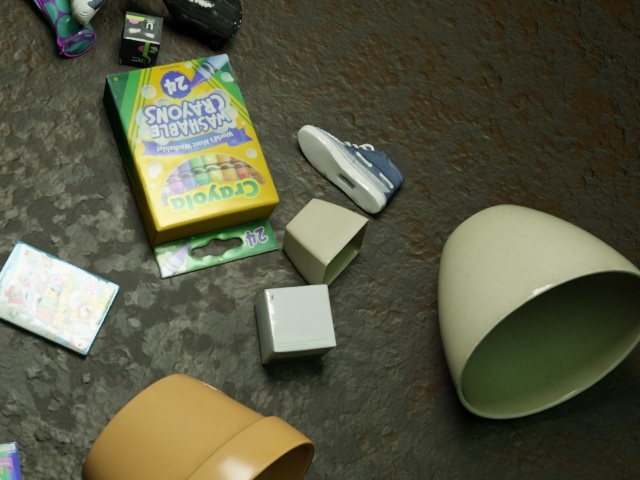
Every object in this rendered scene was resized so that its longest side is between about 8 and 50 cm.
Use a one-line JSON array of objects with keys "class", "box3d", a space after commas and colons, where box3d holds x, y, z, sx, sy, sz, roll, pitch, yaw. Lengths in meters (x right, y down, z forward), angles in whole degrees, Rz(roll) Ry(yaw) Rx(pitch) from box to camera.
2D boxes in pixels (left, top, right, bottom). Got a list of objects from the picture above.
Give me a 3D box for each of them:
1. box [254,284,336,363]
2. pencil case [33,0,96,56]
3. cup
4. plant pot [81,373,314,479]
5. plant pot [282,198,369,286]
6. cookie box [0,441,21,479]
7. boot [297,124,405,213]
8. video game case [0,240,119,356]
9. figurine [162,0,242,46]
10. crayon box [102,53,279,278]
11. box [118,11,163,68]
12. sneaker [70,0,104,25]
[{"class": "box", "box3d": [-0.040, 0.128, 1.592, 0.101, 0.087, 0.102, -3, 71, -18]}, {"class": "pencil case", "box3d": [-0.425, -0.373, 1.682, 0.070, 0.064, 0.152, -26, 79, -38]}, {"class": "cup", "box3d": [0.311, 0.083, 1.620, 0.331, 0.331, 0.237, -11, 47, -20]}, {"class": "plant pot", "box3d": [-0.177, 0.316, 1.389, 0.203, 0.291, 0.291, 39, 63, 18]}, {"class": "plant pot", "box3d": [0.000, 0.000, 1.650, 0.096, 0.109, 0.109, 36, 63, 13]}, {"class": "cookie box", "box3d": [-0.453, 0.336, 1.415, 0.091, 0.040, 0.107, -6, 73, -20]}, {"class": "boot", "box3d": [0.051, -0.136, 1.739, 0.190, 0.069, 0.086, 46, 57, -5]}, {"class": "video game case", "box3d": [-0.398, 0.085, 1.542, 0.166, 0.015, 0.119, 25, 65, -6]}, {"class": "figurine", "box3d": [-0.224, -0.459, 1.715, 0.209, 0.092, 0.215, 25, 61, -37]}, {"class": "crayon box", "box3d": [-0.198, -0.123, 1.644, 0.203, 0.083, 0.323, -15, 75, -21]}, {"class": "box", "box3d": [-0.292, -0.324, 1.692, 0.062, 0.083, 0.052, 7, 68, -14]}, {"class": "sneaker", "box3d": [-0.394, -0.439, 1.635, 0.153, 0.094, 0.235, 37, 32, -23]}]
